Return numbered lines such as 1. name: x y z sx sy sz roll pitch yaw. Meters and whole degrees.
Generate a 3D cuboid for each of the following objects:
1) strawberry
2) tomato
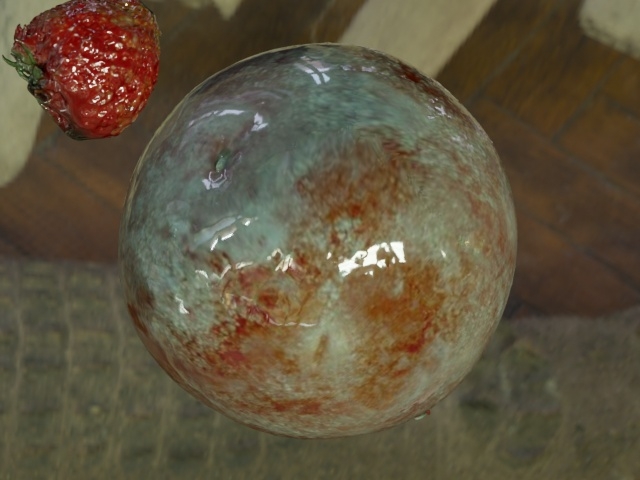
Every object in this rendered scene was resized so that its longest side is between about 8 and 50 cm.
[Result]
1. strawberry: -0.150 -0.120 1.139 0.106 0.106 0.106 6 56 -9
2. tomato: 0.000 0.000 1.336 0.317 0.282 0.316 -15 56 24
